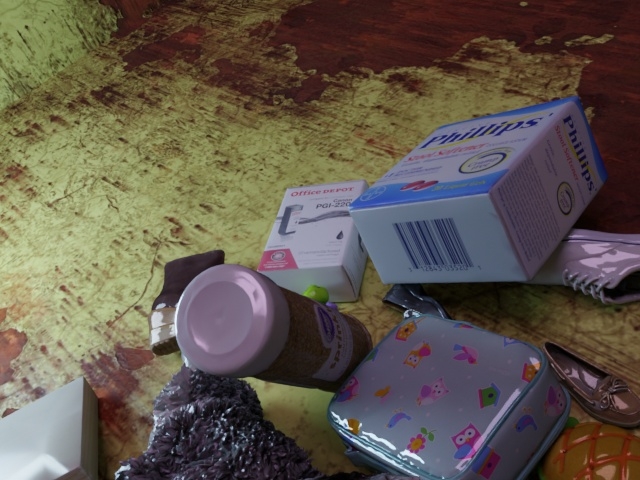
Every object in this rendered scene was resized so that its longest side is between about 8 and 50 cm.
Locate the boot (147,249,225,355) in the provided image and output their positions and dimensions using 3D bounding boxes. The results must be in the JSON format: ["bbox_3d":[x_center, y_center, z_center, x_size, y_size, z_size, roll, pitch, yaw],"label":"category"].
[{"bbox_3d":[-0.181,0.085,1.283,0.249,0.090,0.206,-15,42,16],"label":"boot"}]

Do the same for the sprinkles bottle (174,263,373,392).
[{"bbox_3d":[-0.041,0.123,0.942,0.121,0.355,0.121,-6,74,21],"label":"sprinkles bottle"}]

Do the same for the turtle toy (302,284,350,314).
[{"bbox_3d":[-0.001,0.127,1.169,0.095,0.066,0.130,-18,40,6],"label":"turtle toy"}]

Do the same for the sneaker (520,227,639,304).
[{"bbox_3d":[0.393,0.041,1.054,0.258,0.094,0.091,-4,40,22],"label":"sneaker"}]

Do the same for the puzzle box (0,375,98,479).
[{"bbox_3d":[-0.522,0.374,1.095,0.409,0.052,0.272,-28,23,-6],"label":"puzzle box"}]

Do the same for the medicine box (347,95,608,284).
[{"bbox_3d":[0.239,-0.071,1.123,0.264,0.149,0.289,-5,29,47],"label":"medicine box"}]

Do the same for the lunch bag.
[{"bbox_3d":[0.147,0.214,0.929,0.224,0.108,0.279,-49,27,-18],"label":"lunch bag"}]

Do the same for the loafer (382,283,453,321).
[{"bbox_3d":[0.153,0.115,1.121,0.061,0.062,0.170,-37,31,-4],"label":"loafer"}]

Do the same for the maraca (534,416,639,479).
[{"bbox_3d":[0.306,0.256,0.856,0.127,0.099,0.186,-23,21,-24],"label":"maraca"}]

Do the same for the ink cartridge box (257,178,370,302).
[{"bbox_3d":[0.000,0.000,1.292,0.159,0.092,0.217,-5,41,21],"label":"ink cartridge box"}]

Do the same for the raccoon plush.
[{"bbox_3d":[-0.045,0.263,0.946,0.447,0.216,0.299,-4,38,18],"label":"raccoon plush"}]

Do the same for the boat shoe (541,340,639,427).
[{"bbox_3d":[0.347,0.181,0.955,0.056,0.048,0.153,-35,41,-14],"label":"boat shoe"}]
